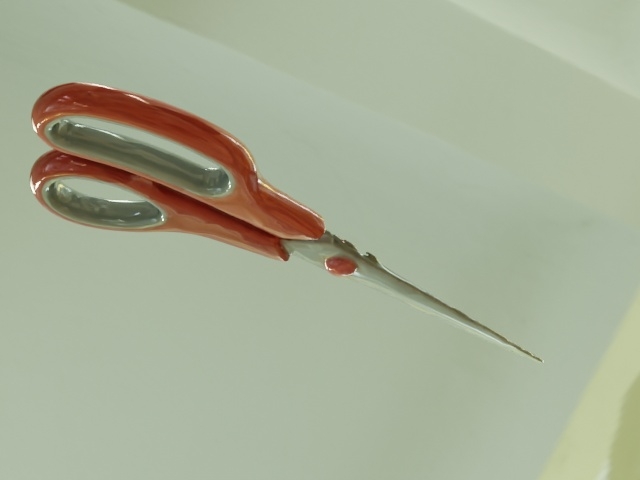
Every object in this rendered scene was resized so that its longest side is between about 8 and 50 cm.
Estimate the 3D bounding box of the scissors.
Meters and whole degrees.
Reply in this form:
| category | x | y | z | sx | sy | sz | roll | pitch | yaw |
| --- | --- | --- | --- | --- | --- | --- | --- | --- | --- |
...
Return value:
| category | x | y | z | sx | sy | sz | roll | pitch | yaw |
| --- | --- | --- | --- | --- | --- | --- | --- | --- | --- |
| scissors | 0.000 | 0.000 | 0.726 | 0.297 | 0.109 | 0.021 | 20 | -123 | -15 |
